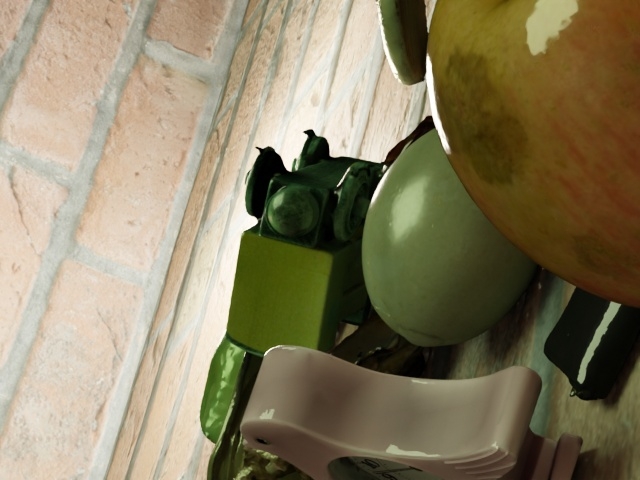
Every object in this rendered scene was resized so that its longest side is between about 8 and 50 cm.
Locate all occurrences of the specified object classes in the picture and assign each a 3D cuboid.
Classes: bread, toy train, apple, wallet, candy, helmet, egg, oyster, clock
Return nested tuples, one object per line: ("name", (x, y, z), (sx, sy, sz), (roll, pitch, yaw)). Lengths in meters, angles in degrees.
("bread", (0.116, -0.350, 2.249), (0.267, 0.040, 0.267), (-4, -90, -77))
("toy train", (0.000, 0.000, 1.965), (0.397, 0.160, 0.253), (-28, -51, -73))
("apple", (0.251, -0.130, 1.130), (0.364, 0.364, 0.364), (-59, 16, 28))
("wallet", (0.272, 0.021, 1.396), (0.149, 0.044, 0.250), (-118, 52, -77))
("candy", (-0.060, 0.141, 2.226), (0.343, 0.142, 0.132), (-67, 22, 4))
("helmet", (-0.031, 0.250, 1.943), (0.204, 0.137, 0.257), (42, -119, -62))
("egg", (0.141, -0.011, 1.623), (0.186, 0.187, 0.253), (-164, 95, -76))
("oyster", (0.043, 0.167, 1.783), (0.361, 0.096, 0.221), (-45, -1, -12))
("clock", (0.087, 0.173, 1.366), (0.290, 0.275, 0.080), (-36, 30, 58))

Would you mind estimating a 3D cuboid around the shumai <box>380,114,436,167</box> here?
("shumai", (0.133, -0.071, 1.855), (0.201, 0.120, 0.201), (-49, 17, 20))
